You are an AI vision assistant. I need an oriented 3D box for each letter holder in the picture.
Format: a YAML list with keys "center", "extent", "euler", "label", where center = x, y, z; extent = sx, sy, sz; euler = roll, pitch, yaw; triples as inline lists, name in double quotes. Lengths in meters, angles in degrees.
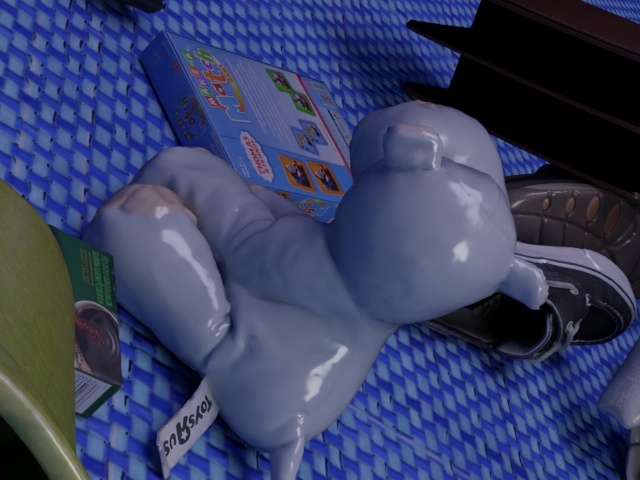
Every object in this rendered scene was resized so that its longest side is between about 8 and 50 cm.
- center: [0.221, -0.162, 1.514]
  extent: [0.302, 0.152, 0.214]
  euler: [30, 19, 31]
  label: "letter holder"

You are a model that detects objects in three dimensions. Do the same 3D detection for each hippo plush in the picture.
- center: [0.000, 0.000, 0.993]
  extent: [0.234, 0.236, 0.294]
  euler: [42, 27, -14]
  label: "hippo plush"

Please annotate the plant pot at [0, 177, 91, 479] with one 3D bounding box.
- center: [-0.202, 0.076, 0.598]
  extent: [0.276, 0.276, 0.254]
  euler: [41, 15, -16]
  label: "plant pot"

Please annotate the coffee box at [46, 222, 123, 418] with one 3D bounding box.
- center: [-0.198, 0.022, 0.880]
  extent: [0.184, 0.040, 0.113]
  euler: [30, 33, -34]
  label: "coffee box"

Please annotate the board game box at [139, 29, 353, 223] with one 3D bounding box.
- center: [-0.039, -0.084, 1.270]
  extent: [0.211, 0.039, 0.160]
  euler: [12, 44, -52]
  label: "board game box"

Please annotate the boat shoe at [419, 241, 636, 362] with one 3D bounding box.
- center: [0.180, 0.059, 1.343]
  extent: [0.301, 0.108, 0.102]
  euler: [20, 38, -40]
  label: "boat shoe"

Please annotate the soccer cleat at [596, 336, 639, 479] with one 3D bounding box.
- center: [0.354, 0.214, 1.426]
  extent: [0.116, 0.143, 0.331]
  euler: [24, -26, 56]
  label: "soccer cleat"

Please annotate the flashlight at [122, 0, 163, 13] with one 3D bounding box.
- center: [-0.229, -0.264, 1.164]
  extent: [0.103, 0.103, 0.304]
  euler: [26, 0, 44]
  label: "flashlight"

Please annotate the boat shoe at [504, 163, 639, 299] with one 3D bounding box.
- center: [0.262, -0.010, 1.574]
  extent: [0.355, 0.132, 0.130]
  euler: [11, 19, -45]
  label: "boat shoe"
